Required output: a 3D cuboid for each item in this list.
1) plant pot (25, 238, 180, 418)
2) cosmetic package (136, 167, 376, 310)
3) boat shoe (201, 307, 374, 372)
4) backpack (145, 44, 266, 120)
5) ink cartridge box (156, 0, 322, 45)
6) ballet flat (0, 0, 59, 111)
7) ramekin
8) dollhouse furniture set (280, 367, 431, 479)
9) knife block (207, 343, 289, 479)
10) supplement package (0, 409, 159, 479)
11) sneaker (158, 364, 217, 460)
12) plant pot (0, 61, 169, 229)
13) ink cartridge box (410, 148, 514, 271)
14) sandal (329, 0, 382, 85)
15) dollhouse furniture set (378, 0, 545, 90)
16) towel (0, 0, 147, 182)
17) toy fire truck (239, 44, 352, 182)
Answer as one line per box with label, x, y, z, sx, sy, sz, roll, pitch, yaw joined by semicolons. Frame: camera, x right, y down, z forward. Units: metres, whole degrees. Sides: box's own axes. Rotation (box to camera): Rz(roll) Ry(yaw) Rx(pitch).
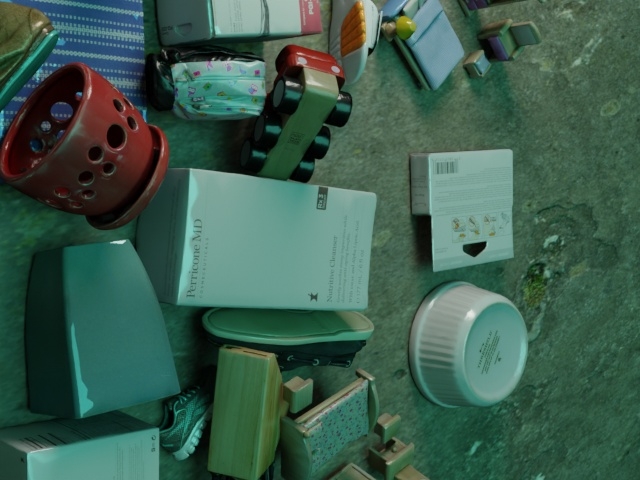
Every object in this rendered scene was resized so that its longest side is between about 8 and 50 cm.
plant pot;-0.328;0.121;1.334;0.165;0.165;0.234;-8;90;-40
cosmetic package;-0.102;0.003;1.516;0.384;0.156;0.217;3;92;-40
boat shoe;-0.062;0.180;1.596;0.340;0.127;0.113;1;118;-41
backpack;-0.174;-0.243;1.419;0.181;0.152;0.115;-2;105;-16
ink cartridge box;-0.131;-0.364;1.466;0.217;0.158;0.092;-15;104;-39
ballet flat;-0.483;-0.177;1.208;0.124;0.116;0.342;31;79;-9
ramekin;0.320;0.224;1.918;0.272;0.127;0.273;-4;96;-41
dollhouse furniture set;0.097;0.361;1.629;0.303;0.173;0.356;-28;132;-37
knife block;-0.131;0.334;1.491;0.276;0.088;0.242;80;23;-54
supplement package;-0.357;0.366;1.328;0.203;0.149;0.194;-2;94;-41
sneaker;-0.217;0.273;1.504;0.076;0.065;0.167;37;65;-27
plant pot;-0.315;-0.122;1.261;0.174;0.191;0.191;33;72;-38
ink cartridge box;0.303;-0.069;1.927;0.275;0.060;0.239;-7;99;-41
sandal;0.073;-0.417;1.677;0.076;0.102;0.265;-1;92;-38
dollhouse furniture set;0.303;-0.410;1.812;0.303;0.198;0.286;-51;122;-26
towel;-0.371;-0.249;1.356;0.243;0.040;0.336;-3;93;-38
toy fire truck;-0.036;-0.246;1.535;0.158;0.217;0.246;10;49;-24
